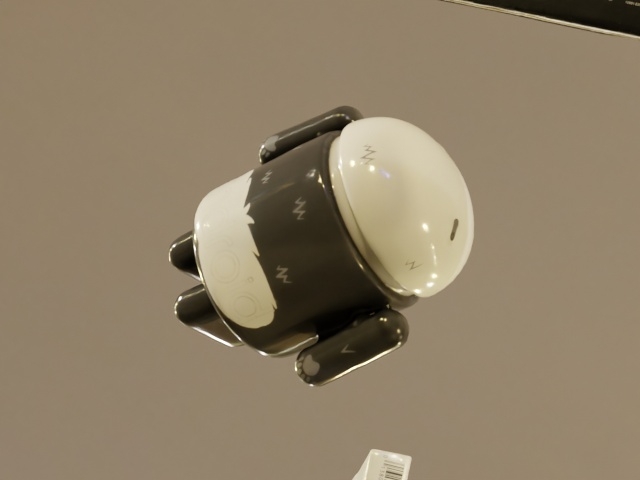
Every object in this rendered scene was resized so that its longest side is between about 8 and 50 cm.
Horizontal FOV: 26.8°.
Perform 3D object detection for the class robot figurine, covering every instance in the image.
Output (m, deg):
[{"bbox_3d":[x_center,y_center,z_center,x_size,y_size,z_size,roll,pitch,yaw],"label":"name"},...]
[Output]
[{"bbox_3d":[0.002,0.002,1.196,0.278,0.173,0.209,-25,-84,24],"label":"robot figurine"}]

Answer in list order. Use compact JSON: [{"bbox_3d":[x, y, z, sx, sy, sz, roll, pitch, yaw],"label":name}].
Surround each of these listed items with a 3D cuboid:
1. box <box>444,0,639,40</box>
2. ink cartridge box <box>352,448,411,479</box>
[{"bbox_3d":[0.196,-0.251,0.791,0.322,0.079,0.257,11,-63,0],"label":"box"},{"bbox_3d":[0.055,0.373,1.665,0.066,0.189,0.232,11,-21,3],"label":"ink cartridge box"}]
